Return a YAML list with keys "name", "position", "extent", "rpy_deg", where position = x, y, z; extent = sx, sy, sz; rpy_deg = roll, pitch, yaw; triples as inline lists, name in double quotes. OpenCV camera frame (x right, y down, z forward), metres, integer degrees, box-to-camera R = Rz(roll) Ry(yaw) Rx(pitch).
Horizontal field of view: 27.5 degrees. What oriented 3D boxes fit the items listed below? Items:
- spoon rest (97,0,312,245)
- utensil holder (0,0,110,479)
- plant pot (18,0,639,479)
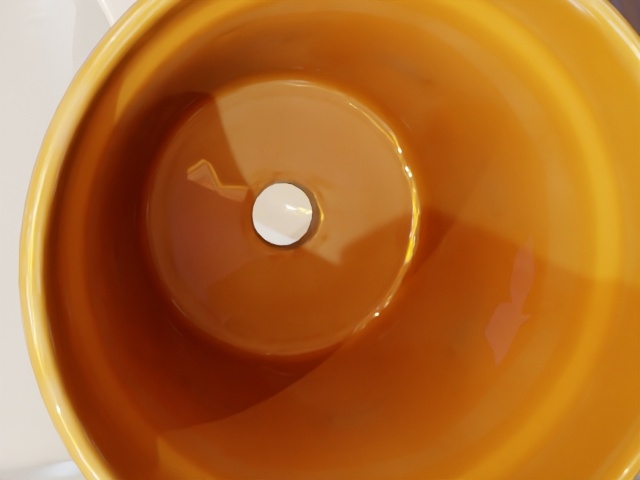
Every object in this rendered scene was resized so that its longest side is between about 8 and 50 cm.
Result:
- name: "spoon rest"
  position: [-0.049, -0.087, 0.615]
  extent: [0.276, 0.137, 0.084]
  rpy_deg: [52, -169, -9]
- name: "utensil holder"
  position: [-0.140, 0.062, 0.890]
  extent: [0.327, 0.327, 0.385]
  rpy_deg: [72, -170, -59]
- name: "plant pot"
  position: [0.000, 0.000, 0.463]
  extent: [0.188, 0.205, 0.205]
  rpy_deg: [-155, 48, -77]
